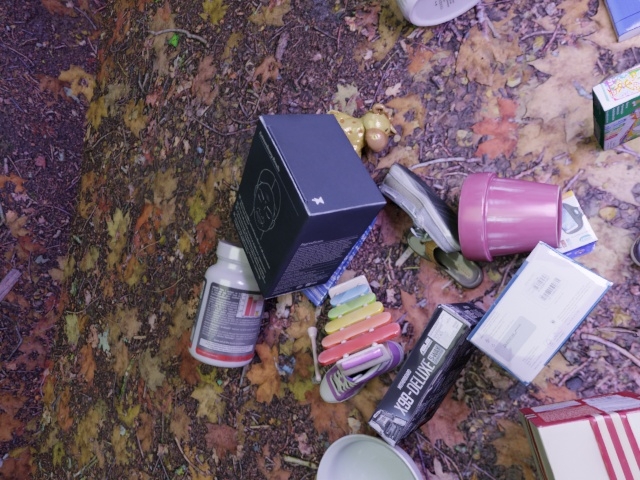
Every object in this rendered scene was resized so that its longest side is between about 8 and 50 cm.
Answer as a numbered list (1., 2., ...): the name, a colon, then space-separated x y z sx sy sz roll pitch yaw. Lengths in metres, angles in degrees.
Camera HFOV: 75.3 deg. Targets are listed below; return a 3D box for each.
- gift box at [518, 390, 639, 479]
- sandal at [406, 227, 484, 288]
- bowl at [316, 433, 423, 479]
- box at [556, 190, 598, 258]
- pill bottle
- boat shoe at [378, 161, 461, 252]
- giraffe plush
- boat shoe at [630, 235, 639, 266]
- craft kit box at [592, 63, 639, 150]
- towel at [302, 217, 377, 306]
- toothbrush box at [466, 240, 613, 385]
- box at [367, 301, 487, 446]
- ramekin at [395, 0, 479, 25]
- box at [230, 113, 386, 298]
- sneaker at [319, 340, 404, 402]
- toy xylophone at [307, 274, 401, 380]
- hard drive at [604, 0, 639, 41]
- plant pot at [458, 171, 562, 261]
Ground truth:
1. gift box: 0.527 0.425 0.737 0.254 0.276 0.259 -17 71 17
2. sandal: 0.306 0.038 1.038 0.219 0.060 0.090 48 110 28
3. bowl: 0.145 0.620 1.030 0.297 0.134 0.298 -4 82 33
4. box: 0.541 -0.031 0.910 0.081 0.028 0.136 -28 67 28
5. pill bottle: -0.279 0.195 1.322 0.210 0.210 0.364 15 93 34
6. boat shoe: 0.248 -0.074 1.040 0.103 0.118 0.321 -53 45 25
7. giraffe plush: 0.120 -0.292 1.149 0.170 0.181 0.211 -8 97 21
8. boat shoe: 0.701 -0.063 0.766 0.103 0.092 0.285 47 109 29
9. craft kit box: 0.634 -0.272 0.745 0.246 0.249 0.061 -28 69 29
10. towel: 0.000 0.000 1.262 0.243 0.040 0.336 39 106 32
11. toothbrush box: 0.431 0.135 0.802 0.126 0.295 0.217 40 107 32
12. box: 0.258 0.286 0.931 0.076 0.242 0.308 34 104 32
13. ramekin: 0.302 -0.648 1.015 0.272 0.272 0.127 -19 86 31
14. box: -0.060 -0.080 1.078 0.294 0.211 0.396 64 147 23
15. sneaker: 0.073 0.352 1.097 0.282 0.161 0.102 -43 65 23
16. toy xylophone: 0.068 0.227 1.050 0.236 0.081 0.323 -28 24 2
17. hard drive: 0.699 -0.611 0.867 0.210 0.040 0.319 -17 75 31
18. plant pot: 0.412 -0.050 0.891 0.180 0.201 0.202 2 85 35
